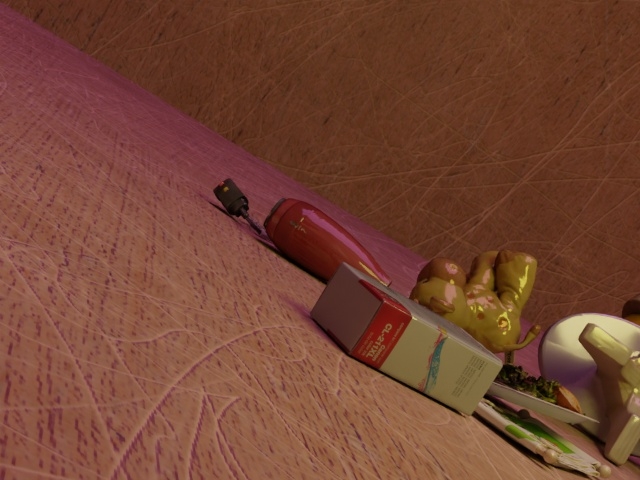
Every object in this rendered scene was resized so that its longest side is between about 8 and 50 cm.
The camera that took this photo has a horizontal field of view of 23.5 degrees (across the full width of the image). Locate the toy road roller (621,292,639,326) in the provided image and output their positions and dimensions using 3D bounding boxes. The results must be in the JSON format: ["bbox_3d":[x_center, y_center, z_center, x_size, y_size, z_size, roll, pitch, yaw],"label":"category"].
[{"bbox_3d":[0.558,0.203,2.476,0.240,0.202,0.329,12,-53,61],"label":"toy road roller"}]

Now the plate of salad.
[{"bbox_3d":[0.252,0.182,1.904,0.200,0.048,0.200,19,-2,1],"label":"plate of salad"}]

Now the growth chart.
[{"bbox_3d":[0.243,0.223,1.793,0.172,0.021,0.237,34,4,32],"label":"growth chart"}]

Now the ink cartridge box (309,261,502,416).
[{"bbox_3d":[0.094,0.108,1.685,0.175,0.072,0.127,30,5,-27],"label":"ink cartridge box"}]

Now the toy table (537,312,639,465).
[{"bbox_3d":[0.448,0.204,2.167,0.274,0.252,0.161,23,-12,-4],"label":"toy table"}]

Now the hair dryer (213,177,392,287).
[{"bbox_3d":[0.000,0.000,2.157,0.223,0.080,0.293,28,6,-42],"label":"hair dryer"}]

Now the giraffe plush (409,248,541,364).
[{"bbox_3d":[0.193,0.093,2.176,0.170,0.181,0.210,19,45,-24],"label":"giraffe plush"}]
